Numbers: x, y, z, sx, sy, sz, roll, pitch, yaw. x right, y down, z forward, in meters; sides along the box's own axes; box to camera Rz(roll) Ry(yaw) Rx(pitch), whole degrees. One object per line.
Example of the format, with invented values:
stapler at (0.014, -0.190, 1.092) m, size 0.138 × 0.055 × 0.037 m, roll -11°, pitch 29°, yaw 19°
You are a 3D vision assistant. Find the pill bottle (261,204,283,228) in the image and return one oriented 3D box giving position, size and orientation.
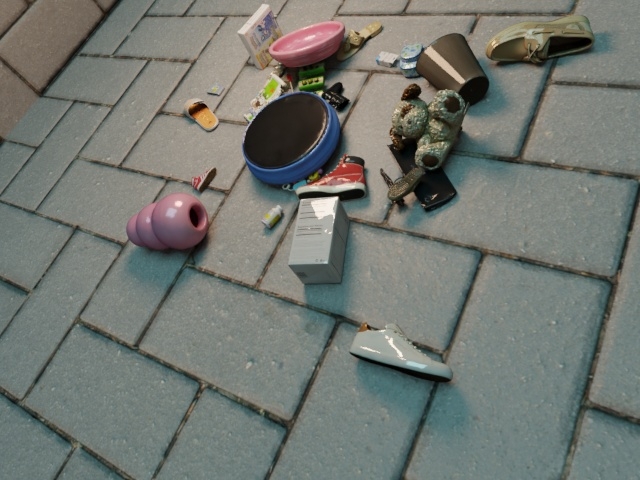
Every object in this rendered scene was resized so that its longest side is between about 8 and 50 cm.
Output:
pill bottle at (-0.169, -0.085, 1.767) m, size 0.043 × 0.043 × 0.083 m, roll 35°, pitch 77°, yaw 35°

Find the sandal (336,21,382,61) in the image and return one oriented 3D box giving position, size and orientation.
sandal at (0.150, -0.862, 2.091) m, size 0.240 × 0.079 × 0.088 m, roll -38°, pitch 53°, yaw -3°

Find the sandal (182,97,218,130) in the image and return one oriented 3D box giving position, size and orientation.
sandal at (-0.539, -0.580, 2.211) m, size 0.102 × 0.076 × 0.265 m, roll -44°, pitch 54°, yaw -7°

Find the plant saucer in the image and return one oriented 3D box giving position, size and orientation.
plant saucer at (-0.050, -0.818, 2.087) m, size 0.332 × 0.084 × 0.332 m, roll -14°, pitch 35°, yaw 10°

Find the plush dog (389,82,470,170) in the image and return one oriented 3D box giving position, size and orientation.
plush dog at (0.342, -0.391, 1.635) m, size 0.225 × 0.262 × 0.210 m, roll 25°, pitch 31°, yaw 16°

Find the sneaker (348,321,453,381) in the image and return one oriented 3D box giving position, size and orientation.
sneaker at (0.220, 0.287, 1.331) m, size 0.290 × 0.106 × 0.123 m, roll 12°, pitch 68°, yaw 30°

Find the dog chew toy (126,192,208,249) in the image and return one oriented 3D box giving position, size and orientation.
dog chew toy at (-0.579, -0.057, 1.835) m, size 0.332 × 0.206 × 0.207 m, roll -10°, pitch 56°, yaw 26°

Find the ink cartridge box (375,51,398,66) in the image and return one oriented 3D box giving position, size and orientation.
ink cartridge box at (0.269, -0.721, 1.985) m, size 0.083 × 0.028 × 0.048 m, roll 28°, pitch 74°, yaw 34°

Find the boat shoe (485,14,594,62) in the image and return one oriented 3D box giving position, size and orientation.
boat shoe at (0.743, -0.672, 1.696) m, size 0.341 × 0.122 × 0.110 m, roll -10°, pitch 56°, yaw 16°

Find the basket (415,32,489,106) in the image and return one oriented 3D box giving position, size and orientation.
basket at (0.477, -0.588, 1.744) m, size 0.204 × 0.154 × 0.227 m, roll -30°, pitch 57°, yaw 6°

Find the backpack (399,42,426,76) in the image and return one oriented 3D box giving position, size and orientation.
backpack at (0.350, -0.687, 1.896) m, size 0.105 × 0.084 × 0.114 m, roll -1°, pitch 63°, yaw 25°

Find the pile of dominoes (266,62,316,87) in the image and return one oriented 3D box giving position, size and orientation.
pile of dominoes at (-0.100, -0.761, 2.177) m, size 0.196 × 0.040 × 0.251 m, roll 12°, pitch 57°, yaw 29°

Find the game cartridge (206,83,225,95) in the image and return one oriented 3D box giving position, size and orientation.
game cartridge at (-0.483, -0.697, 2.298) m, size 0.083 × 0.017 × 0.056 m, roll 18°, pitch 65°, yaw 31°

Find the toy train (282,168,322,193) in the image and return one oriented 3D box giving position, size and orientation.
toy train at (-0.056, -0.229, 1.811) m, size 0.125 × 0.046 × 0.166 m, roll 25°, pitch 72°, yaw 39°

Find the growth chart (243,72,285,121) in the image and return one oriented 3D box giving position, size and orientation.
growth chart at (-0.236, -0.588, 2.082) m, size 0.237 × 0.021 × 0.172 m, roll -55°, pitch 43°, yaw 5°

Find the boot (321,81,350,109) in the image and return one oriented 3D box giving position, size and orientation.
boot at (0.074, -0.570, 1.964) m, size 0.099 × 0.045 × 0.121 m, roll 38°, pitch 59°, yaw 23°

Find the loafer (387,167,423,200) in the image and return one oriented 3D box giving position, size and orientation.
loafer at (0.274, -0.170, 1.584) m, size 0.148 × 0.050 × 0.056 m, roll -39°, pitch 53°, yaw -12°

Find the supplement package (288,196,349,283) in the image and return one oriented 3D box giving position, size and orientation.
supplement package at (0.000, 0.000, 1.584) m, size 0.134 × 0.139 × 0.244 m, roll -3°, pitch 58°, yaw 21°

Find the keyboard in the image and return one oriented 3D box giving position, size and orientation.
keyboard at (0.300, -0.218, 1.659) m, size 0.201 × 0.033 × 0.317 m, roll -22°, pitch 53°, yaw 1°

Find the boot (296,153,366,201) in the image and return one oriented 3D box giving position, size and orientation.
boot at (0.037, -0.219, 1.740) m, size 0.244 × 0.088 × 0.176 m, roll -6°, pitch 57°, yaw 10°

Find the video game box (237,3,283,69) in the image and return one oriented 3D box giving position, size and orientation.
video game box at (-0.256, -0.901, 2.210) m, size 0.048 × 0.205 × 0.187 m, roll 29°, pitch 75°, yaw 33°

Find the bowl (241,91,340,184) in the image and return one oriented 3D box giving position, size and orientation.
bowl at (-0.120, -0.391, 1.853) m, size 0.391 × 0.077 × 0.391 m, roll -12°, pitch 58°, yaw 20°

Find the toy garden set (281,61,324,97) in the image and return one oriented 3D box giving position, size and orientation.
toy garden set at (-0.087, -0.609, 2.022) m, size 0.203 × 0.049 × 0.244 m, roll -6°, pitch 70°, yaw 20°

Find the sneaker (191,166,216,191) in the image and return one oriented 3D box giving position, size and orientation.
sneaker at (-0.473, -0.255, 2.002) m, size 0.067 × 0.042 × 0.118 m, roll 26°, pitch 75°, yaw 30°
